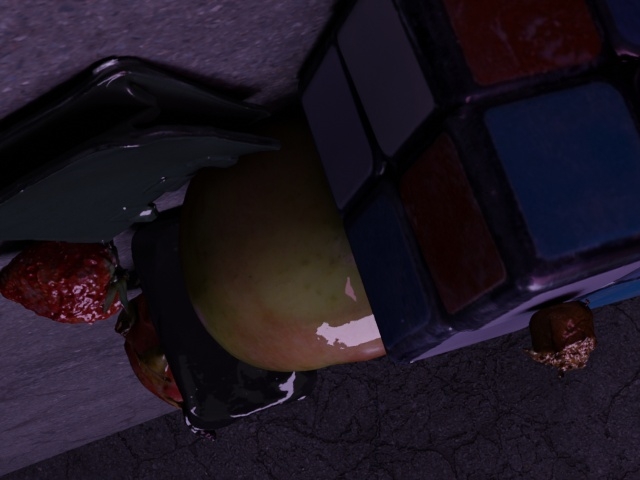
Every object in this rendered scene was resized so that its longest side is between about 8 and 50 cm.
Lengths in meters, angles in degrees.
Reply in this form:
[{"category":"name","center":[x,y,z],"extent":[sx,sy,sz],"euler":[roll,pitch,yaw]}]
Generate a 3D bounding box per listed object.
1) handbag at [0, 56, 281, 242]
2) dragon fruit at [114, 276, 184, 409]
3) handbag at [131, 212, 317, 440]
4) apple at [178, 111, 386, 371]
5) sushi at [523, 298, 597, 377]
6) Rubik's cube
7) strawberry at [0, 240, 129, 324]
[{"category":"handbag","center":[-0.197,-0.073,1.140],"extent":[0.248,0.079,0.260],"euler":[-24,168,27]},{"category":"dragon fruit","center":[-0.156,0.138,1.777],"extent":[0.250,0.269,0.291],"euler":[-23,176,-34]},{"category":"handbag","center":[-0.123,0.103,1.585],"extent":[0.192,0.332,0.075],"euler":[-18,-156,-9]},{"category":"apple","center":[0.000,0.000,1.339],"extent":[0.319,0.277,0.319],"euler":[-13,177,-1]},{"category":"sushi","center":[0.203,0.082,0.986],"extent":[0.062,0.060,0.118],"euler":[-20,168,32]},{"category":"Rubik's cube","center":[0.196,-0.095,1.084],"extent":[0.319,0.316,0.313],"euler":[-16,169,-20]},{"category":"strawberry","center":[-0.305,0.047,1.421],"extent":[0.148,0.131,0.131],"euler":[-25,170,-11]}]
